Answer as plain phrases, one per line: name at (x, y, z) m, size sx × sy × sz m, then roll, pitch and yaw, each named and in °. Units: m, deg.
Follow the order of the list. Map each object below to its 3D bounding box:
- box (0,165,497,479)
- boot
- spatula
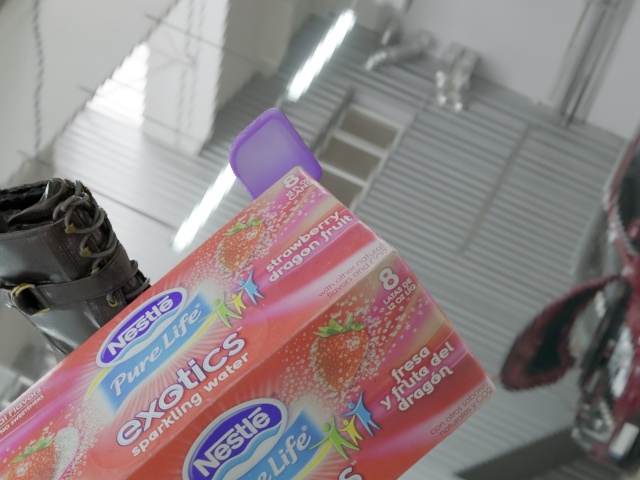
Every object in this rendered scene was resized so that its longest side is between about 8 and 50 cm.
box at (-0.064, 0.115, 0.874) m, size 0.300 × 0.154 × 0.142 m, roll -40°, pitch -56°, yaw -3°
boot at (-0.134, 0.048, 0.991) m, size 0.091 × 0.263 × 0.229 m, roll -70°, pitch -35°, yaw -42°
spatula at (0.000, 0.000, 1.391) m, size 0.084 × 0.296 × 0.030 m, roll -39°, pitch -24°, yaw 16°
